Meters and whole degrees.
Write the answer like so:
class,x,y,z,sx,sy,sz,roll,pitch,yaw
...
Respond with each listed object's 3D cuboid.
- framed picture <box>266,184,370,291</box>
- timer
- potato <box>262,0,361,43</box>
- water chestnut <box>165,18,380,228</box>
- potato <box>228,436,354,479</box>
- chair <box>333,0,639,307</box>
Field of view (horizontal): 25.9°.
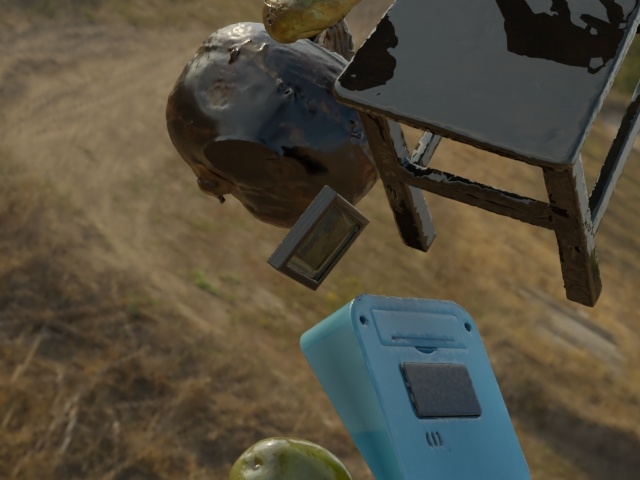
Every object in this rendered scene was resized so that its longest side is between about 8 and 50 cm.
class,x,y,z,sx,sy,sz,roll,pitch,yaw
framed picture,0.000,0.000,1.867,0.023,0.128,0.168,38,1,20
timer,0.111,0.191,1.551,0.232,0.091,0.250,8,53,-48
potato,0.003,-0.299,1.665,0.107,0.170,0.080,32,-16,49
water chestnut,-0.043,-0.200,2.066,0.335,0.347,0.335,22,-21,9
potato,-0.033,0.285,1.457,0.157,0.157,0.194,44,-11,46
chair,0.142,-0.166,1.060,0.203,0.240,0.416,21,-20,29
